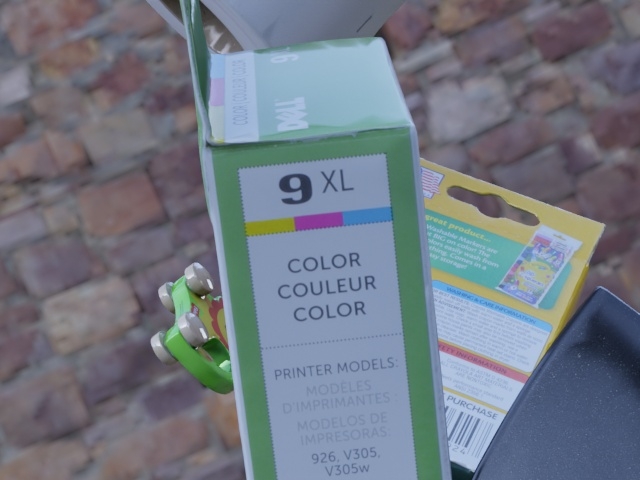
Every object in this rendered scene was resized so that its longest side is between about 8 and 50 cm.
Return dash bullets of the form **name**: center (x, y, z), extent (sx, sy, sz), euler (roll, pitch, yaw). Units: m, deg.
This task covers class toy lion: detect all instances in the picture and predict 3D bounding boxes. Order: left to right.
- **toy lion**: center (-0.066, 0.068, 1.197), extent (0.034, 0.096, 0.100), euler (-37, 23, 19)

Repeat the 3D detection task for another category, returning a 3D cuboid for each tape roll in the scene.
- **tape roll**: center (-0.050, -0.247, 1.490), extent (0.169, 0.246, 0.246), euler (-47, -5, -8)

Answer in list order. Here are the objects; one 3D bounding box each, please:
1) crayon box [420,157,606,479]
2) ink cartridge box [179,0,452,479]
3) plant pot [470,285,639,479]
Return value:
- **crayon box**: center (0.098, 0.078, 1.525), extent (0.083, 0.203, 0.323), euler (99, -163, -44)
- **ink cartridge box**: center (0.000, 0.000, 0.545), extent (0.062, 0.209, 0.109), euler (-8, 19, 0)
- **plant pot**: center (0.205, 0.181, 1.200), extent (0.167, 0.188, 0.187), euler (-42, -35, -14)
